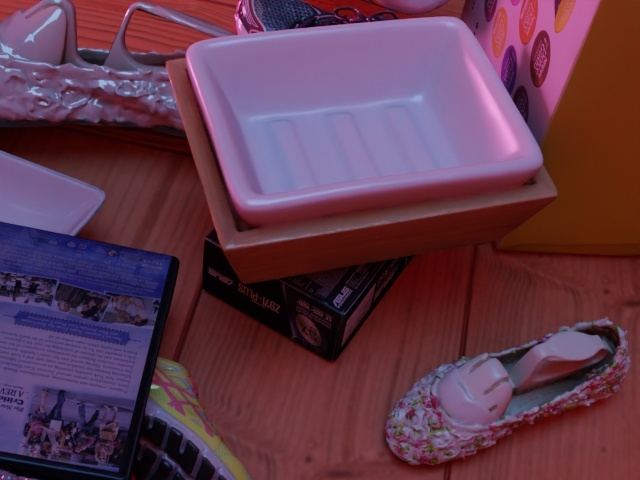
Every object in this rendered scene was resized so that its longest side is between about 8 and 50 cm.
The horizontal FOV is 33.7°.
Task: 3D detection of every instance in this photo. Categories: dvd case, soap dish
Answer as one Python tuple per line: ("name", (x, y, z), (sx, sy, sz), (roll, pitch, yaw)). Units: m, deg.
("dvd case", (-0.215, 0.079, 0.812), (0.180, 0.022, 0.253), (12, 36, -6))
("soap dish", (0.028, -0.083, 0.930), (0.291, 0.118, 0.229), (-10, 52, -15))

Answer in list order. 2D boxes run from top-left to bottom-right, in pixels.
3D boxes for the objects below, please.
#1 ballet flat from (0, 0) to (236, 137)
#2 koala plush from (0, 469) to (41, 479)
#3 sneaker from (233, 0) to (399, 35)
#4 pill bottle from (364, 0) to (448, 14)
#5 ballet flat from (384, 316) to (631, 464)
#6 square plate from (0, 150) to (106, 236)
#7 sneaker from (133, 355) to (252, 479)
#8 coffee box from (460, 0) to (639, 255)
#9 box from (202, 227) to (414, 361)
("ballet flat", (-0.217, -0.179, 1.063), (0.409, 0.147, 0.147), (5, 50, -7))
("koala plush", (-0.238, 0.275, 0.666), (0.203, 0.196, 0.221), (12, 49, 17))
("sneaker", (0.041, -0.205, 1.141), (0.299, 0.112, 0.121), (30, 53, 17))
("pill bottle", (0.040, -0.362, 1.196), (0.162, 0.162, 0.278), (-24, 35, -25))
("ballet flat", (0.165, 0.119, 0.912), (0.241, 0.077, 0.091), (-19, 56, -21))
("square plate", (-0.419, 0.024, 0.915), (0.344, 0.049, 0.347), (21, 50, 13))
("sneaker", (-0.121, 0.141, 0.855), (0.208, 0.081, 0.094), (42, 35, 12))
("coffee box", (0.351, -0.208, 1.040), (0.338, 0.337, 0.334), (3, 50, -7))
("box", (0.000, 0.000, 0.986), (0.147, 0.077, 0.180), (28, 52, 15))
